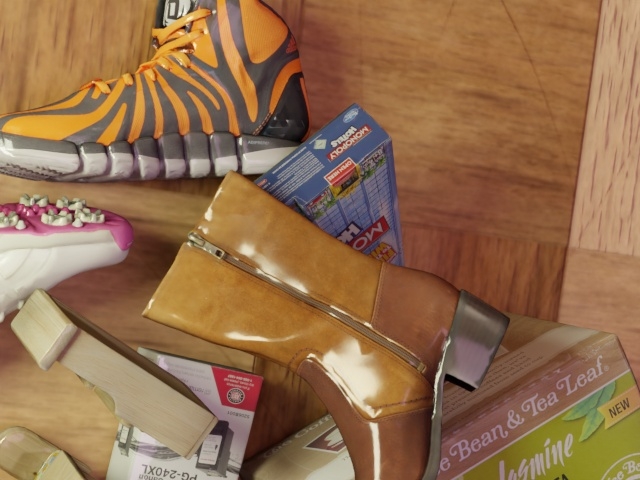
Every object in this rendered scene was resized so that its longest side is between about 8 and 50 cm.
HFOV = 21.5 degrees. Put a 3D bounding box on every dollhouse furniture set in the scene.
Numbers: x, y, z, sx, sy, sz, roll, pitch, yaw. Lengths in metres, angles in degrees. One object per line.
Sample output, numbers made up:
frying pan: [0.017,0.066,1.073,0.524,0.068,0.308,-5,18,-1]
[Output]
dollhouse furniture set: [-0.229,0.190,1.395,0.161,0.212,0.242,37,88,-26]

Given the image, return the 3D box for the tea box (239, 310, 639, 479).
tea box: [0.153,0.287,1.600,0.329,0.220,0.323,-29,104,-20]

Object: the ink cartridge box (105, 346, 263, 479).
ink cartridge box: [-0.127,0.184,1.548,0.109,0.063,0.150,14,88,-25]

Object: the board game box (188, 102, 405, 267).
board game box: [0.000,0.000,1.553,0.194,0.060,0.194,-39,144,-5]

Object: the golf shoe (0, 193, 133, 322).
golf shoe: [-0.309,0.040,1.438,0.306,0.115,0.140,-8,106,-17]

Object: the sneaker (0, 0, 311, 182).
sneaker: [-0.157,-0.143,1.492,0.321,0.124,0.180,-4,91,-36]

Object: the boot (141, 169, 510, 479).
boot: [-0.019,0.111,1.398,0.280,0.096,0.264,26,84,3]
